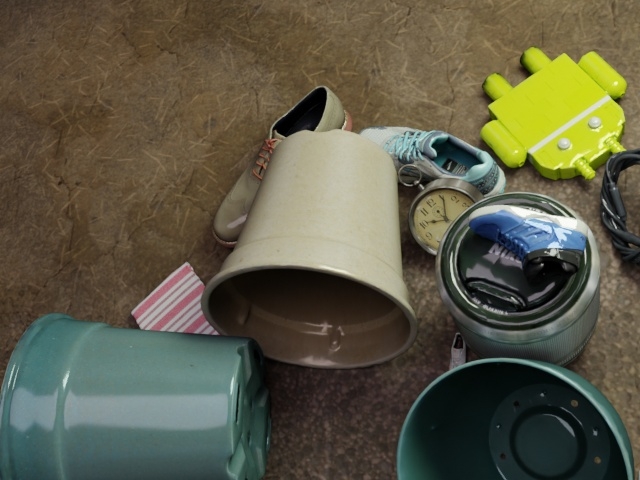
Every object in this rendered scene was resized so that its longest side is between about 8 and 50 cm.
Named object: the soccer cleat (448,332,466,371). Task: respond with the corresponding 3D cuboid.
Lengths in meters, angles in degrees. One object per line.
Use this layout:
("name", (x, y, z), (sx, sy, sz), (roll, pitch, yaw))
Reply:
("soccer cleat", (0.219, 0.187, 1.326), (0.029, 0.035, 0.083), (3, 68, 19))

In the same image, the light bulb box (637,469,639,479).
("light bulb box", (0.468, 0.478, 0.936), (0.225, 0.358, 0.361), (2, 67, 21))

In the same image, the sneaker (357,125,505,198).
("sneaker", (0.184, -0.156, 1.438), (0.283, 0.122, 0.110), (20, 74, 24))

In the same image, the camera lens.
("camera lens", (0.294, 0.071, 1.216), (0.220, 0.274, 0.219), (-7, 66, 16))

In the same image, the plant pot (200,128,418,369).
("plant pot", (0.000, 0.000, 1.346), (0.334, 0.333, 0.305), (-3, 56, 17))

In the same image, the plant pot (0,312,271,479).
("plant pot", (-0.265, 0.278, 1.300), (0.334, 0.341, 0.341), (-3, 67, 9))

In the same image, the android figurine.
("android figurine", (0.406, -0.215, 1.431), (0.248, 0.056, 0.272), (-33, 60, 2))

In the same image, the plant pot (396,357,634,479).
("plant pot", (0.281, 0.293, 1.121), (0.293, 0.235, 0.292), (-1, 88, 27))

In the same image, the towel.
("towel", (-0.245, 0.149, 1.504), (0.144, 0.029, 0.197), (-41, 59, -2))

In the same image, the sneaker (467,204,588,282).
("sneaker", (0.259, 0.008, 1.064), (0.152, 0.058, 0.084), (11, 62, 15))

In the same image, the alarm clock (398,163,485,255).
("alarm clock", (0.201, -0.053, 1.374), (0.192, 0.064, 0.129), (46, 121, -8))

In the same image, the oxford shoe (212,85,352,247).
("oxford shoe", (-0.089, -0.143, 1.518), (0.123, 0.130, 0.348), (34, 81, 27))

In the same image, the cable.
("cable", (0.492, -0.055, 1.289), (0.047, 0.150, 0.184), (-5, 61, -18))
